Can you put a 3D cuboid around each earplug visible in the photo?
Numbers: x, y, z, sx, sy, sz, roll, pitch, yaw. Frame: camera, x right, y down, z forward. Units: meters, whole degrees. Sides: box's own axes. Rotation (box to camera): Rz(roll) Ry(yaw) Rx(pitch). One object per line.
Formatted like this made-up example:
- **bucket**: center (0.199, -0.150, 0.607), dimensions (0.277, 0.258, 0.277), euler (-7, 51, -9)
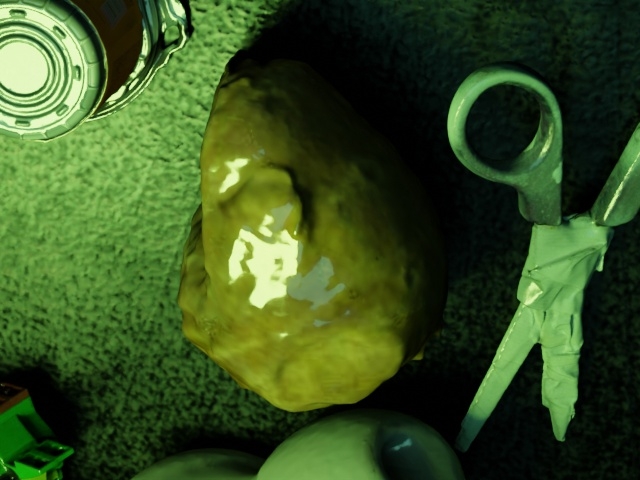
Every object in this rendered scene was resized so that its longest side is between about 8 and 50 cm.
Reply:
- **earplug**: center (-0.031, 0.247, 1.653), dimensions (0.325, 0.214, 0.175), euler (-18, 148, 11)

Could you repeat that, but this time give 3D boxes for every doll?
- **doll**: center (-0.276, 0.213, 1.724), dimensions (0.134, 0.106, 0.186), euler (35, 139, 24)

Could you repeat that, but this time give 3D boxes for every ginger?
- **ginger**: center (0.000, 0.001, 1.532), dimensions (0.223, 0.200, 0.269), euler (15, 116, 0)

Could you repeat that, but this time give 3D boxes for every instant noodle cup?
- **instant noodle cup**: center (-0.218, -0.153, 1.534), dimensions (0.208, 0.125, 0.177), euler (-8, 114, 13)

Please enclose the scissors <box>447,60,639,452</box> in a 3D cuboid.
- **scissors**: center (0.189, 0.022, 1.577), dimensions (0.256, 0.029, 0.383), euler (0, 126, -19)
